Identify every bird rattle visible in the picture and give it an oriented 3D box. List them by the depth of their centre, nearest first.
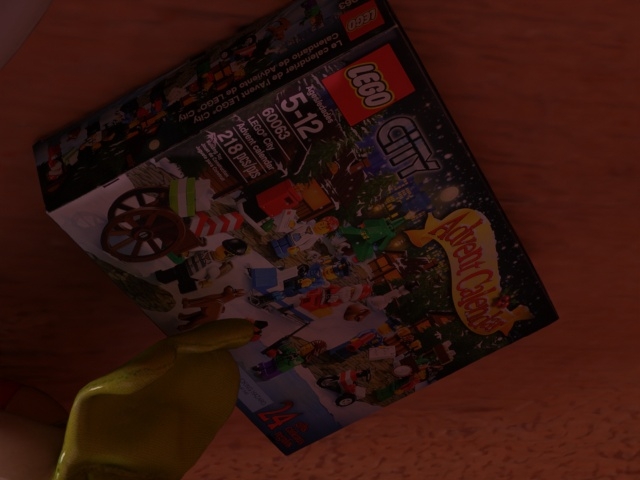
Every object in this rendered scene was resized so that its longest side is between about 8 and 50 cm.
[{"bbox_3d":[-0.157,0.100,0.625,0.253,0.143,0.207,6,161,-2],"label":"bird rattle"}]

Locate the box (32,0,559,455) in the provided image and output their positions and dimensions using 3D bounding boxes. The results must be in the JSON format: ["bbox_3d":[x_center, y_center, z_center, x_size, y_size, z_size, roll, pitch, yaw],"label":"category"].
[{"bbox_3d":[0.000,0.000,0.656,0.159,0.044,0.233,-27,140,9],"label":"box"}]

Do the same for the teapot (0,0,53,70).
[{"bbox_3d":[-0.196,-0.108,0.358,0.256,0.187,0.252,-35,168,-9],"label":"teapot"}]
